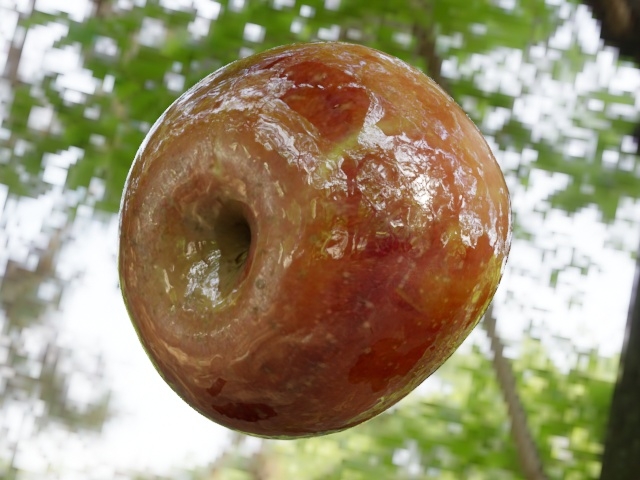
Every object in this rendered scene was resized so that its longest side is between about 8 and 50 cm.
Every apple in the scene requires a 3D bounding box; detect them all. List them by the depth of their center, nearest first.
[{"bbox_3d":[0.000,0.000,0.984,0.201,0.201,0.162,-2,-3,40],"label":"apple"}]
